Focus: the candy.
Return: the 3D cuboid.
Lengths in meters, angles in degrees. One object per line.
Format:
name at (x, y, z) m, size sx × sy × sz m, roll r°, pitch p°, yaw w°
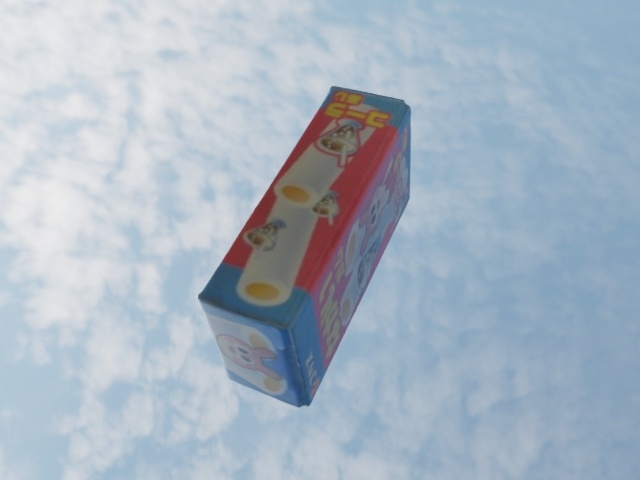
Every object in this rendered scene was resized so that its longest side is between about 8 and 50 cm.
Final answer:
candy at (-0.001, 0.000, 0.810) m, size 0.100 × 0.157 × 0.306 m, roll 16°, pitch -124°, yaw 17°
